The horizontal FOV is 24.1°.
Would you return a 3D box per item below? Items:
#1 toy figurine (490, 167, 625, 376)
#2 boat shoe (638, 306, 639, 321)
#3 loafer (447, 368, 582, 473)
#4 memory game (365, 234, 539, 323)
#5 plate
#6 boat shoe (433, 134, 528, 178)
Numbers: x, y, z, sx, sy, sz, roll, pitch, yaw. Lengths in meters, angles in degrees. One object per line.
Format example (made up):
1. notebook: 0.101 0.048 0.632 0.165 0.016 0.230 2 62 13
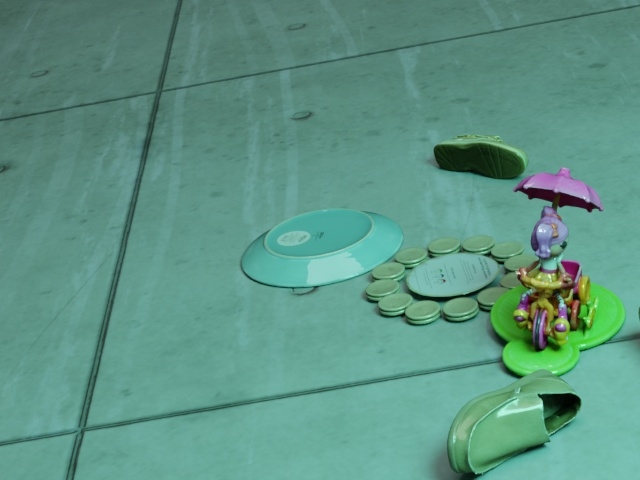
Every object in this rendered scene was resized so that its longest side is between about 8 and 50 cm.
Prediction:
1. toy figurine: 0.213 0.016 1.398 0.130 0.159 0.173 5 31 22
2. boat shoe: 0.322 0.102 1.296 0.072 0.068 0.190 -29 28 -11
3. loafer: 0.165 0.151 1.262 0.148 0.056 0.050 -30 24 -36
4. memory game: 0.138 0.039 1.571 0.186 0.012 0.186 -10 24 4
5. plate: 0.000 0.000 1.701 0.188 0.024 0.188 -9 25 4
6. boat shoe: 0.200 -0.108 1.818 0.135 0.050 0.045 13 39 42
